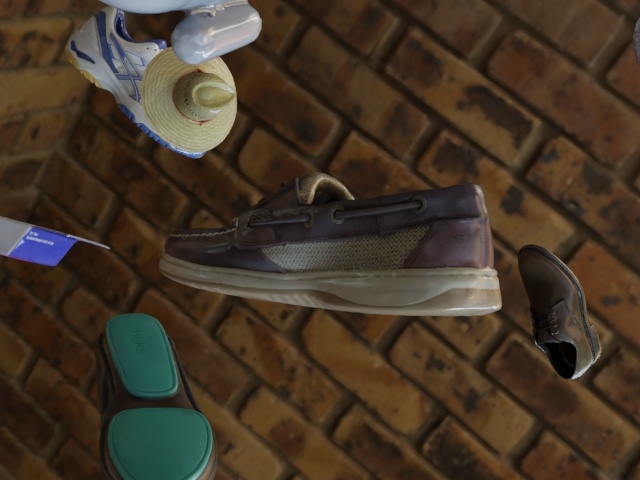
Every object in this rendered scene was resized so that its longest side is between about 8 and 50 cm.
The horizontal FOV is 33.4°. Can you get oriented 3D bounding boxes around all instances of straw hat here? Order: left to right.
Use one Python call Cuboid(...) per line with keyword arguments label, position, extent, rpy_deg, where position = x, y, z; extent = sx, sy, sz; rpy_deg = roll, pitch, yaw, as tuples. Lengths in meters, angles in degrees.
Cuboid(label="straw hat", position=(-0.141, -0.175, 1.293), extent=(0.144, 0.145, 0.061), rpy_deg=(10, 174, -41))

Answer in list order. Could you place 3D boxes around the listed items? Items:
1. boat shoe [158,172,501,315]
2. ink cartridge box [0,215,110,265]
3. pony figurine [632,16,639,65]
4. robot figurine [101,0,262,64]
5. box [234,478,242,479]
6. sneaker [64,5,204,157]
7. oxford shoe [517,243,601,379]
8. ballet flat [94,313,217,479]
Cuboid(label="boat shoe", position=(0.000, 0.000, 0.735), extent=(0.285, 0.092, 0.102), rpy_deg=(3, 176, 44))
Cuboid(label="ink cartridge box", position=(-0.540, -0.020, 1.693), extent=(0.370, 0.069, 0.176), rpy_deg=(13, 176, 11))
Cuboid(label="pony figurine", position=(0.343, -0.162, 0.486), extent=(0.302, 0.351, 0.363), rpy_deg=(31, -161, 10))
Cuboid(label="robot figurine", position=(-0.121, -0.320, 0.999), extent=(0.353, 0.199, 0.300), rpy_deg=(-28, -72, -57))
Cuboid(label="box", position=(-0.100, 0.408, 1.161), extent=(0.203, 0.167, 0.169), rpy_deg=(44, 157, 57))
Cuboid(label="sneaker", position=(-0.284, -0.267, 1.774), extent=(0.296, 0.131, 0.112), rpy_deg=(43, -174, -3))
Cuboid(label="oxford shoe", position=(0.361, 0.113, 1.645), extent=(0.096, 0.082, 0.227), rpy_deg=(-37, -77, -43))
Cuboid(label="ballet flat", position=(-0.142, 0.164, 0.898), extent=(0.095, 0.096, 0.280), rpy_deg=(2, -156, -14))
